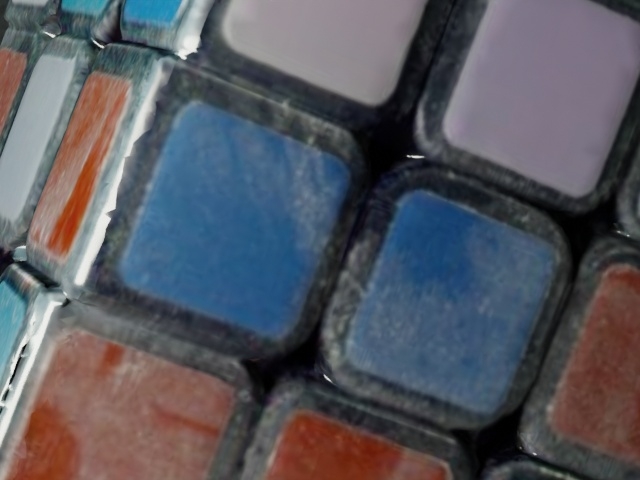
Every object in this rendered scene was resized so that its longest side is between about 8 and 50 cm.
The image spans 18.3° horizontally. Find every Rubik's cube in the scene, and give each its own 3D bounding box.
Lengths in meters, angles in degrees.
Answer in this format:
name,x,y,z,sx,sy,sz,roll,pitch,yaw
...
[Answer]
name,x,y,z,sx,sy,sz,roll,pitch,yaw
Rubik's cube,0.000,0.000,1.049,0.359,0.362,0.363,-68,20,-2
